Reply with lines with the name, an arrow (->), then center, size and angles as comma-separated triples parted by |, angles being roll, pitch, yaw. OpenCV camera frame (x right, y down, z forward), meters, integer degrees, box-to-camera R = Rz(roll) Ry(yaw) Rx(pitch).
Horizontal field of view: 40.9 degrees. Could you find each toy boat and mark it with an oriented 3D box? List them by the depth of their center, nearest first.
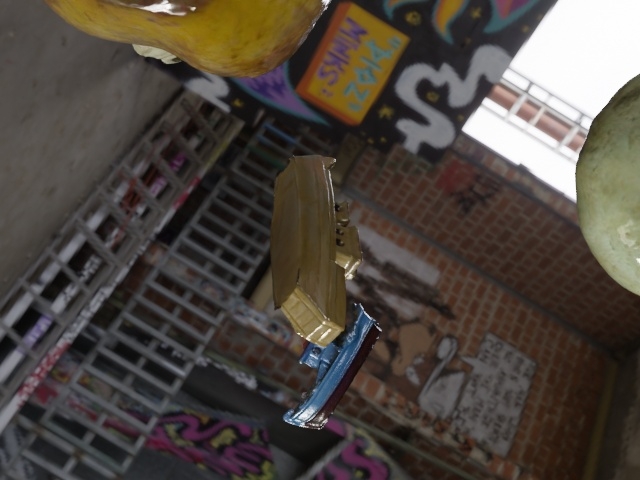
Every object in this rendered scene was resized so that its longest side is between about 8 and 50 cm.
toy boat -> 0.000, 0.000, 0.735 | 0.064, 0.072, 0.206 | -48, -151, 37
toy boat -> 0.008, 0.198, 1.371 | 0.223, 0.097, 0.100 | -58, -179, 3

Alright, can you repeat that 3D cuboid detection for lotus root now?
lotus root -> -0.075, -0.176, 0.422 | 0.180, 0.199, 0.188 | -74, -175, -63

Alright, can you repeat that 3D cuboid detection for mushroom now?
mushroom -> 0.507, -0.082, 1.139 | 0.352, 0.352, 0.260 | -59, -167, 2

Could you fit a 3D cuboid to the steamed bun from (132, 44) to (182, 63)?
steamed bun -> -0.135, -0.329, 1.038 | 0.268, 0.207, 0.280 | -59, 177, 7
